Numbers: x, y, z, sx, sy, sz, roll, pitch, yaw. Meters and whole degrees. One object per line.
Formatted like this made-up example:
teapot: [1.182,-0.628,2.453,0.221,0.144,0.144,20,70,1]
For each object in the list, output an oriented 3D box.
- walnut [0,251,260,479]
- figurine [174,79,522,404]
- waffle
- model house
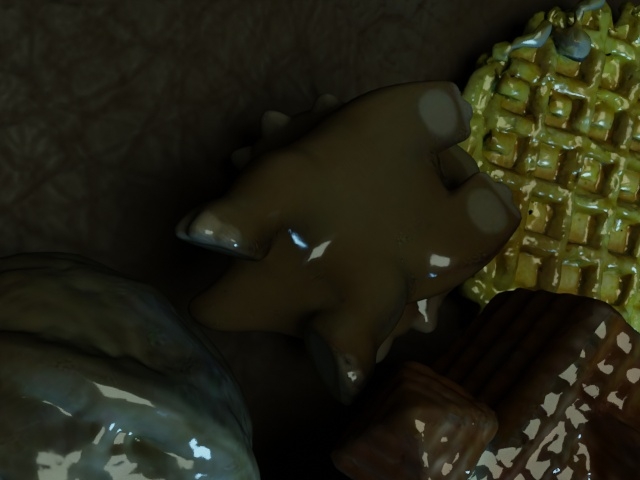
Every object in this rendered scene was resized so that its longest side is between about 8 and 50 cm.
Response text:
walnut: [-0.148,0.113,0.917,0.224,0.224,0.224,0,91,-31]
figurine: [0.005,0.001,1.019,0.177,0.173,0.247,48,52,-11]
waffle: [0.198,-0.045,1.201,0.280,0.060,0.262,-35,110,-24]
model house: [0.139,0.165,0.974,0.295,0.252,0.329,-48,155,-20]
